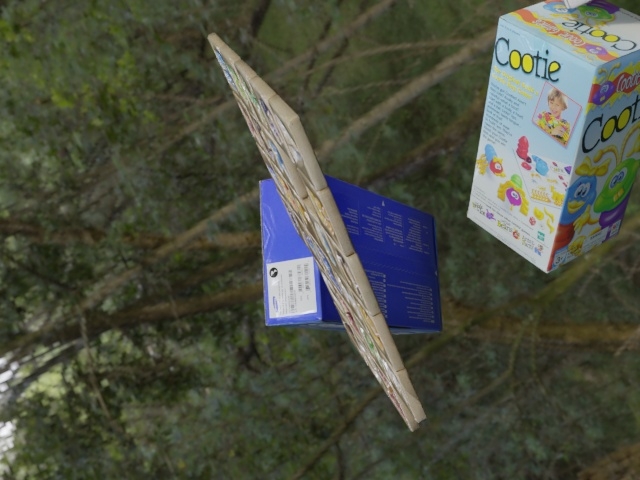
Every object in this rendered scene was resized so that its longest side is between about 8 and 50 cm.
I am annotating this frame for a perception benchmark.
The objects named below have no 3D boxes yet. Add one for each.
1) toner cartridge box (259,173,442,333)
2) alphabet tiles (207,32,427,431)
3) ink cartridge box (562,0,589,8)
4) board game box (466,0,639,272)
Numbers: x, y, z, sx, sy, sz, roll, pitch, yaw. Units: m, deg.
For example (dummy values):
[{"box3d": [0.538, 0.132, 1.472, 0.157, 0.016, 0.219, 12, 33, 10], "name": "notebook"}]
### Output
[{"box3d": [0.050, 0.029, 1.126, 0.347, 0.075, 0.165, 15, -109, -60], "name": "toner cartridge box"}, {"box3d": [0.000, 0.000, 0.559, 0.237, 0.009, 0.198, 66, 173, -29], "name": "alphabet tiles"}, {"box3d": [0.292, -0.428, 0.969, 0.270, 0.198, 0.197, 60, -165, -26], "name": "ink cartridge box"}, {"box3d": [0.287, -0.127, 1.079, 0.144, 0.142, 0.275, 41, 143, 38], "name": "board game box"}]
